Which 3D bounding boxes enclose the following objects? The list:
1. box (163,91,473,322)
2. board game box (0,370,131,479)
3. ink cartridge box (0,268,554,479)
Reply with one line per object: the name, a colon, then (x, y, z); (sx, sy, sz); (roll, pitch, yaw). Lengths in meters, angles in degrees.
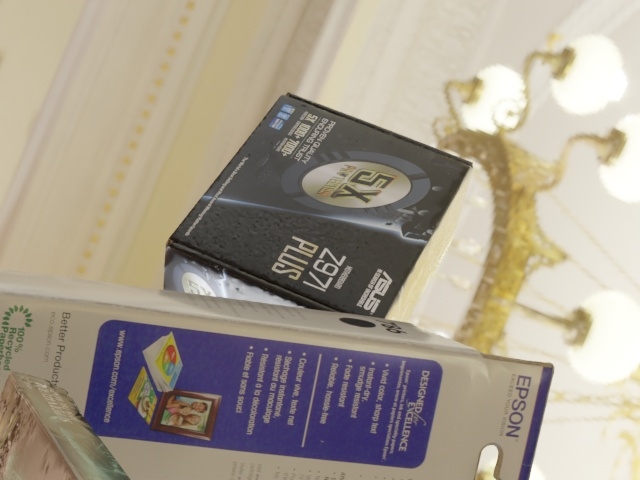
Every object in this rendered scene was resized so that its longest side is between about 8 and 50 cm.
box: (0.000, 0.000, 0.893); (0.180, 0.147, 0.078); (-56, 163, -42)
board game box: (-0.102, 0.124, 0.444); (0.186, 0.026, 0.126); (19, -92, 67)
ink cartridge box: (-0.044, 0.119, 0.751); (0.065, 0.332, 0.165); (-142, -117, -73)
